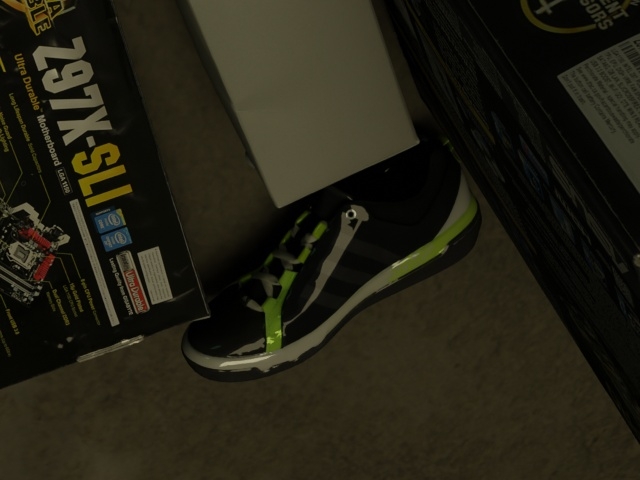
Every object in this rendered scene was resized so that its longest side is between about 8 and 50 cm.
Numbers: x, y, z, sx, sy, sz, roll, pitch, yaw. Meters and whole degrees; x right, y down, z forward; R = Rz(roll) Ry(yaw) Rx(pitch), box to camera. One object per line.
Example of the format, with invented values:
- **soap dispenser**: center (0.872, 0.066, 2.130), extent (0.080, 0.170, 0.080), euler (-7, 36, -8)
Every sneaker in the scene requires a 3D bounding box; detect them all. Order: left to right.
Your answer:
- **sneaker**: center (0.000, 0.000, 1.016), extent (0.235, 0.084, 0.097), euler (-32, 127, -15)

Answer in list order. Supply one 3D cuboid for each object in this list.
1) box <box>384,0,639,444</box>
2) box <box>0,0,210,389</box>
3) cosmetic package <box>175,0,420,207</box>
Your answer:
- **box**: center (0.126, -0.061, 0.781), extent (0.097, 0.395, 0.318), euler (-27, 141, -1)
- **box**: center (-0.227, -0.048, 0.897), extent (0.257, 0.079, 0.322), euler (-21, 129, -8)
- **cosmetic package**: center (-0.035, -0.151, 0.863), extent (0.107, 0.127, 0.238), euler (-27, 131, -1)
